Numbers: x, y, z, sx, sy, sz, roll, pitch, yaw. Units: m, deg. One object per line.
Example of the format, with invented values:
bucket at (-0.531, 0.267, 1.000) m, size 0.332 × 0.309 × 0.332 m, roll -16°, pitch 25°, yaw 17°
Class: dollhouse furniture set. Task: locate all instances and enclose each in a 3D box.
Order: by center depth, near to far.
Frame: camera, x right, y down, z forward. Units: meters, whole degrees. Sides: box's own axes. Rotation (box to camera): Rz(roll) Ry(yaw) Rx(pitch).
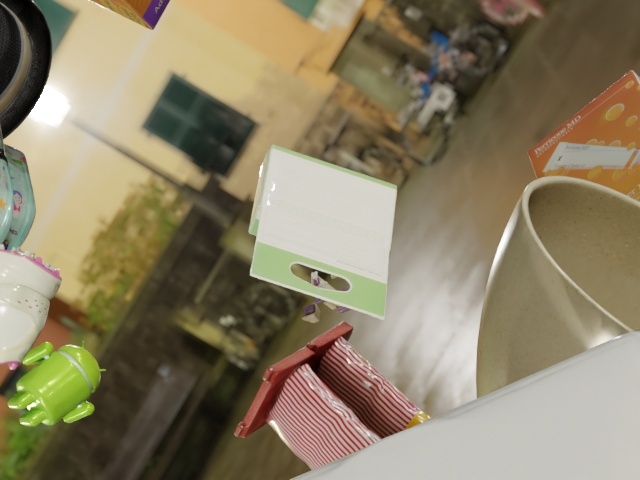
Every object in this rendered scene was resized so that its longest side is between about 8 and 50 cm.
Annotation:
dollhouse furniture set at (-0.003, 0.301, 1.746) m, size 0.152 × 0.201 × 0.374 m, roll -29°, pitch -28°, yaw -45°
dollhouse furniture set at (-0.002, 0.040, 2.101) m, size 0.091 × 0.081 × 0.114 m, roll -23°, pitch 49°, yaw 29°

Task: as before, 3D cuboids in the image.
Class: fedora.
fedora at (-0.592, -0.294, 2.388) m, size 0.334 × 0.334 × 0.152 m, roll -60°, pitch -13°, yaw -13°

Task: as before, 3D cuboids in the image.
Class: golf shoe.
golf shoe at (-0.443, 0.067, 1.704) m, size 0.115 × 0.306 × 0.140 m, roll 36°, pitch -118°, yaw -63°

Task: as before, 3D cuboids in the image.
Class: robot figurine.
robot figurine at (-0.304, 0.167, 1.750) m, size 0.115 × 0.101 × 0.067 m, roll -40°, pitch 14°, yaw -28°

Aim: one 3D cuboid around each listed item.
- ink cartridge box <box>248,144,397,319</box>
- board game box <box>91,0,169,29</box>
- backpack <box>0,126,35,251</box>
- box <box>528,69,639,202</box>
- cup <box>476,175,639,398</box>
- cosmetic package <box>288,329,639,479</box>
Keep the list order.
ink cartridge box at (0.000, 0.000, 1.805) m, size 0.235 × 0.171 × 0.056 m, roll -82°, pitch 14°, yaw -45°
board game box at (-0.326, -0.538, 1.881) m, size 0.356 × 0.356 × 0.356 m, roll -61°, pitch -18°, yaw -3°
backpack at (-0.481, -0.040, 1.926) m, size 0.225 × 0.191 × 0.253 m, roll -45°, pitch 37°, yaw 17°
box at (0.469, -0.061, 2.248) m, size 0.215 × 0.168 × 0.345 m, roll -39°, pitch 28°, yaw 19°
cup at (0.300, 0.123, 1.640) m, size 0.237 × 0.331 × 0.331 m, roll -58°, pitch 3°, yaw 26°
cosmetic package at (0.179, 0.261, 1.029) m, size 0.329 × 0.327 × 0.394 m, roll -27°, pitch -12°, yaw 23°
